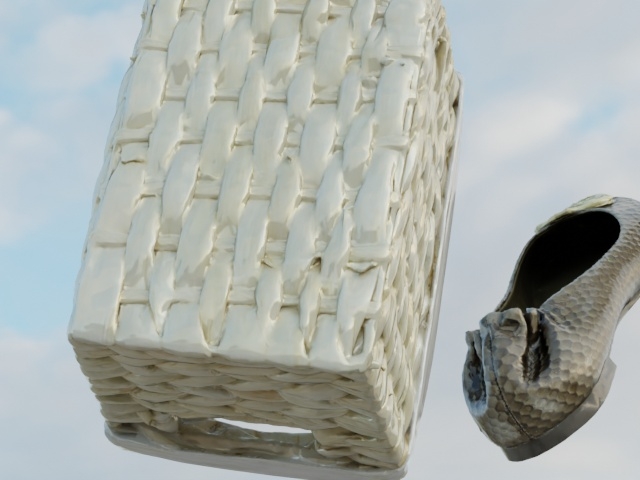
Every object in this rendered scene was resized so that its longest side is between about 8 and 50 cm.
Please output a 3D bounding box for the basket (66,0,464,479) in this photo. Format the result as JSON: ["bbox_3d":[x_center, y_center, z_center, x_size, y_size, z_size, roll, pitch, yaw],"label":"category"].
[{"bbox_3d":[-0.015,-0.012,0.526,0.113,0.167,0.103,5,-25,11],"label":"basket"}]

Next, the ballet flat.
[{"bbox_3d":[0.114,0.022,0.725,0.084,0.058,0.250,-34,8,29],"label":"ballet flat"}]
